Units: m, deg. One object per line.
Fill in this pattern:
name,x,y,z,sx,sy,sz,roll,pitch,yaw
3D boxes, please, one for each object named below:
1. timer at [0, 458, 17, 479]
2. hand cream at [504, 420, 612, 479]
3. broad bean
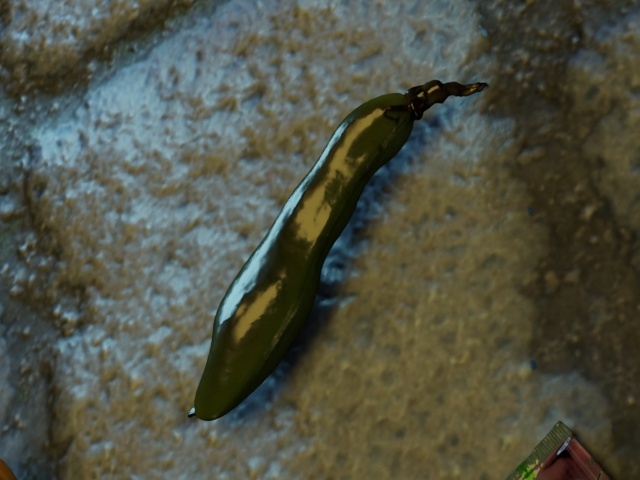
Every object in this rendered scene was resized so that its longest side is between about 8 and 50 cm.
timer,-0.364,0.257,1.165,0.233,0.233,0.240,-11,19,32
hand cream,0.188,0.224,0.914,0.079,0.050,0.275,-29,44,-9
broad bean,-0.006,-0.004,1.142,0.075,0.067,0.325,35,93,32
